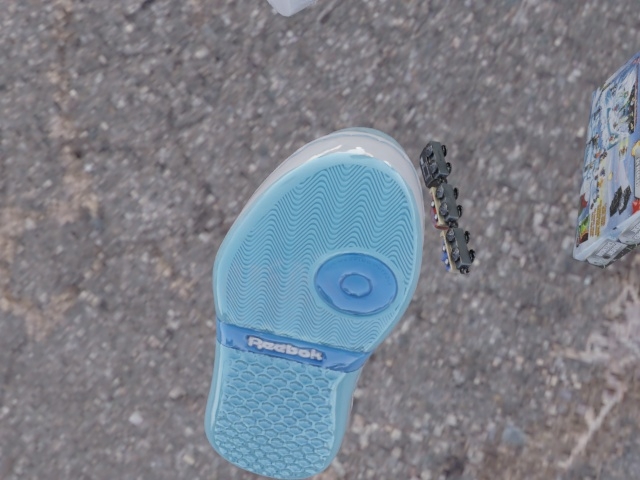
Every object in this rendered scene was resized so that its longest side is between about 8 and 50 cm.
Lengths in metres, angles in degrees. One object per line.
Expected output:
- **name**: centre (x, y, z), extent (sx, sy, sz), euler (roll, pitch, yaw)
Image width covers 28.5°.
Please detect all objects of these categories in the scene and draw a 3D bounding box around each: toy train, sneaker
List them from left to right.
- **sneaker**: centre (0.000, 0.000, 0.879), extent (0.127, 0.208, 0.319), euler (19, 135, -3)
- **toy train**: centre (0.125, -0.030, 1.270), extent (0.027, 0.158, 0.036), euler (7, 144, -26)

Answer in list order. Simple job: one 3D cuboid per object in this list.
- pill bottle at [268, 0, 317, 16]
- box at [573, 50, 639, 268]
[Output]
- **pill bottle**: centre (0.033, -0.233, 0.872), extent (0.180, 0.108, 0.108), euler (-32, 106, -9)
- **box**: centre (0.208, -0.060, 0.832), extent (0.027, 0.137, 0.094), euler (19, 153, -13)
